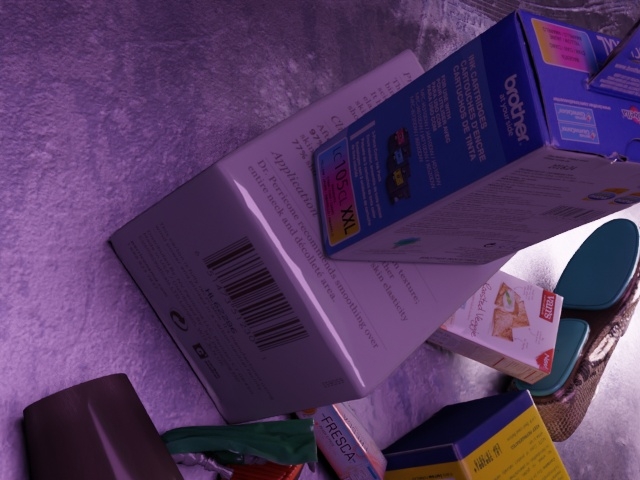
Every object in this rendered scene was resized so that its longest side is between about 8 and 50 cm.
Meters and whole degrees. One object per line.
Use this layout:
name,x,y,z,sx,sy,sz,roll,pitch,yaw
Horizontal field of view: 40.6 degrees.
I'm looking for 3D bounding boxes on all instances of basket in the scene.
basket,-0.254,0.285,1.024,0.204,0.154,0.227,-19,79,-11

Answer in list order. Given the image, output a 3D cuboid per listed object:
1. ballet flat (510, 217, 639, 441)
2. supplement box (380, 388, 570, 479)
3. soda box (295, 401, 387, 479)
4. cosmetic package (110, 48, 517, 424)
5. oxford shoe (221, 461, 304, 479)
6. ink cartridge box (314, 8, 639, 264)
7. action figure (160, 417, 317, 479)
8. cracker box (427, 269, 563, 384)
ballet flat,0.507,0.176,1.649,0.483,0.164,0.182,-54,129,-31
supplement box,0.270,0.441,1.326,0.194,0.195,0.357,-23,87,-39
soda box,0.026,0.281,1.278,0.183,0.058,0.063,57,16,-6
cosmetic package,0.000,0.000,1.204,0.393,0.327,0.330,-35,96,-39
oxford shoe,-0.090,0.363,1.175,0.271,0.096,0.098,-49,138,-44
ink cartridge box,0.216,-0.098,0.933,0.269,0.395,0.151,3,72,-37
action figure,-0.123,0.273,1.136,0.232,0.137,0.064,1,95,-3
cracker box,0.294,0.130,1.497,0.232,0.067,0.156,23,59,-6
